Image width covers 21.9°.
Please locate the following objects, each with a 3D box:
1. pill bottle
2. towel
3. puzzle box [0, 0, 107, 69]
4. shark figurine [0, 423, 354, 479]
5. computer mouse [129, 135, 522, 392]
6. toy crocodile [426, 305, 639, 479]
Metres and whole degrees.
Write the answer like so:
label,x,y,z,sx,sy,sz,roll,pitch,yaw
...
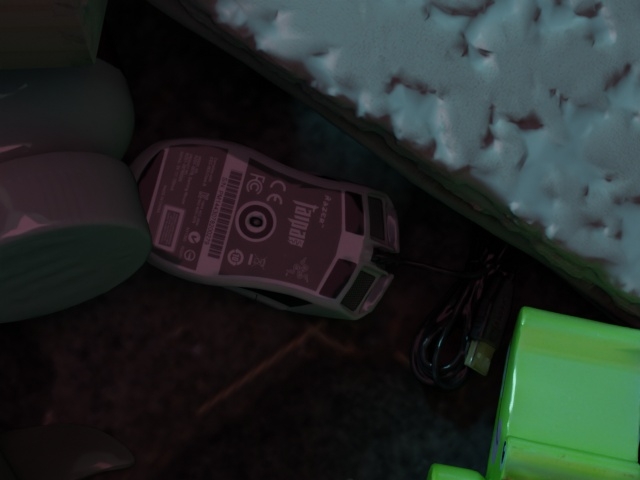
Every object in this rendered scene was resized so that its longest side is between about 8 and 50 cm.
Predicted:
label,x,y,z,sx,sy,sz,roll,pitch,yaw
pill bottle,-0.153,-0.082,0.740,0.121,0.121,0.221,-18,71,-5
towel,0.107,-0.165,0.760,0.332,0.053,0.317,34,75,-17
puzzle box,-0.203,-0.232,0.718,0.272,0.052,0.409,-1,52,8
shark figurine,-0.111,0.132,0.713,0.278,0.116,0.166,25,79,6
computer mouse,0.000,0.000,0.782,0.193,0.042,0.106,17,82,-3
toy crocodile,0.081,0.194,0.706,0.115,0.105,0.341,16,77,2
